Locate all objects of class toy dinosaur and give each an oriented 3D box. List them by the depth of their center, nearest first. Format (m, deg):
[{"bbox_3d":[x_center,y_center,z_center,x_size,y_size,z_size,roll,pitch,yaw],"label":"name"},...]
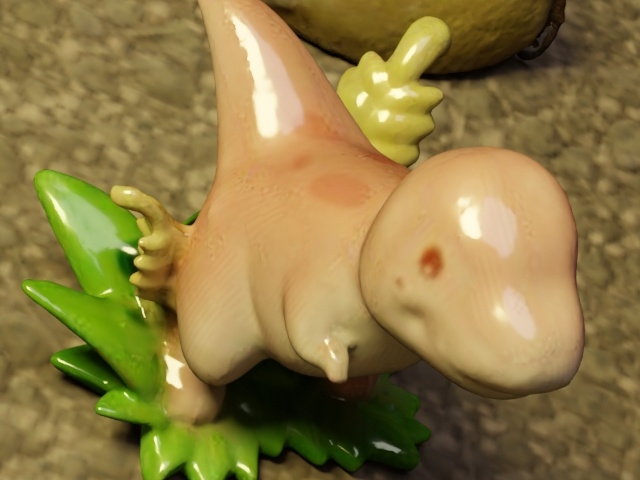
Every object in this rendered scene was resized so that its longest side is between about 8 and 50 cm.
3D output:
[{"bbox_3d":[-0.007,-0.001,0.620,0.152,0.177,0.194,3,51,-23],"label":"toy dinosaur"}]

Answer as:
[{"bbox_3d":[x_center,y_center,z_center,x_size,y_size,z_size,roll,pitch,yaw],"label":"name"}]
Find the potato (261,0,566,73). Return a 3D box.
[{"bbox_3d":[-0.020,-0.161,0.784,0.261,0.120,0.100,40,55,10],"label":"potato"}]
